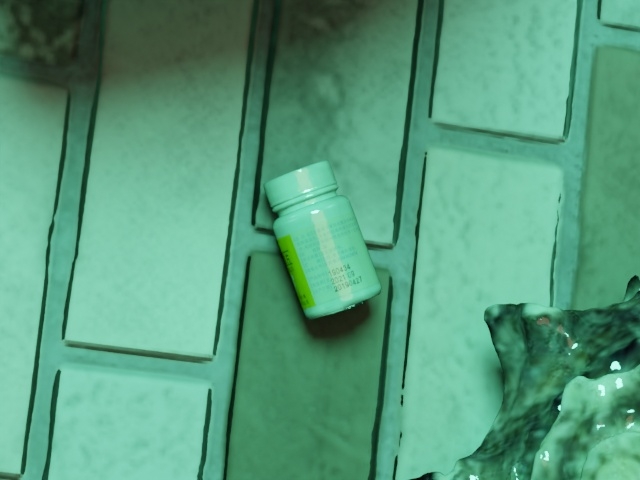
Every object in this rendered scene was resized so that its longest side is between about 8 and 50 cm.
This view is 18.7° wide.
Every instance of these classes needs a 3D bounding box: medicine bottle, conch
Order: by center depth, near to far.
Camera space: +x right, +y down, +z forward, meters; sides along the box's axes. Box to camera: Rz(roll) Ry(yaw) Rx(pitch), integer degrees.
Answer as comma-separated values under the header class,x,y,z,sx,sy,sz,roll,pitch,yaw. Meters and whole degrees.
class,x,y,z,sx,sy,sz,roll,pitch,yaw
conch,0.183,0.117,1.043,0.186,0.241,0.313,45,61,-21
medicine bottle,0.000,0.000,1.099,0.047,0.047,0.083,-21,89,-17
